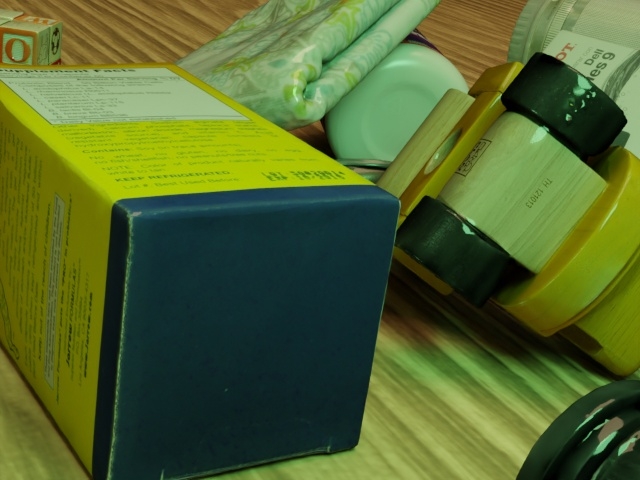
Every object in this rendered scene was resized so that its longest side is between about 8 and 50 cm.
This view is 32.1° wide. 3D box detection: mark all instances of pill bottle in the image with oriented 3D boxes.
[{"bbox_3d":[0.081,-0.194,1.459,0.181,0.181,0.323,5,21,-9],"label":"pill bottle"}]

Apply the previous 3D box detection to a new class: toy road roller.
[{"bbox_3d":[0.194,-0.013,0.994,0.240,0.202,0.329,38,2,-10],"label":"toy road roller"}]

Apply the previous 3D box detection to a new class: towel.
[{"bbox_3d":[-0.054,-0.215,1.299,0.320,0.090,0.374,-12,26,41],"label":"towel"}]

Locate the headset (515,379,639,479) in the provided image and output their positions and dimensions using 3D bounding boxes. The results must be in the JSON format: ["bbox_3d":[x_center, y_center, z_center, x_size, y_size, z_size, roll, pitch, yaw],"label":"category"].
[{"bbox_3d":[0.220,0.126,0.571,0.243,0.185,0.394,6,36,28],"label":"headset"}]

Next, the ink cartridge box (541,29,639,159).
[{"bbox_3d":[0.335,-0.097,1.242,0.289,0.121,0.211,27,70,43],"label":"ink cartridge box"}]

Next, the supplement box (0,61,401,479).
[{"bbox_3d":[-0.130,0.002,0.832,0.194,0.195,0.356,-5,25,-32],"label":"supplement box"}]

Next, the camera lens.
[{"bbox_3d":[0.472,-0.291,1.815,0.274,0.219,0.219,22,24,33],"label":"camera lens"}]

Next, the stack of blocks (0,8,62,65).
[{"bbox_3d":[-0.442,-0.173,1.216,0.297,0.171,0.087,8,20,2],"label":"stack of blocks"}]

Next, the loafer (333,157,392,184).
[{"bbox_3d":[0.007,-0.045,1.212,0.267,0.084,0.096,5,-11,-18],"label":"loafer"}]
